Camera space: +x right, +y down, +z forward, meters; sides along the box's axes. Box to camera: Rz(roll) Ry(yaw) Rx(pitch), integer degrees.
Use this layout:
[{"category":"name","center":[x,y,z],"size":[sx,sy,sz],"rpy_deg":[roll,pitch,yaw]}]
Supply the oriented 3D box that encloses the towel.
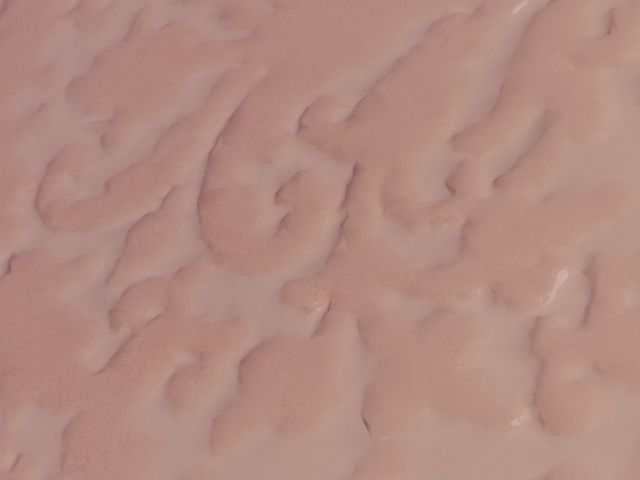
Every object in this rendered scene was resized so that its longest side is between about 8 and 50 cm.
[{"category":"towel","center":[0.000,0.000,0.605],"size":[0.317,0.053,0.331],"rpy_deg":[-12,50,22]}]
